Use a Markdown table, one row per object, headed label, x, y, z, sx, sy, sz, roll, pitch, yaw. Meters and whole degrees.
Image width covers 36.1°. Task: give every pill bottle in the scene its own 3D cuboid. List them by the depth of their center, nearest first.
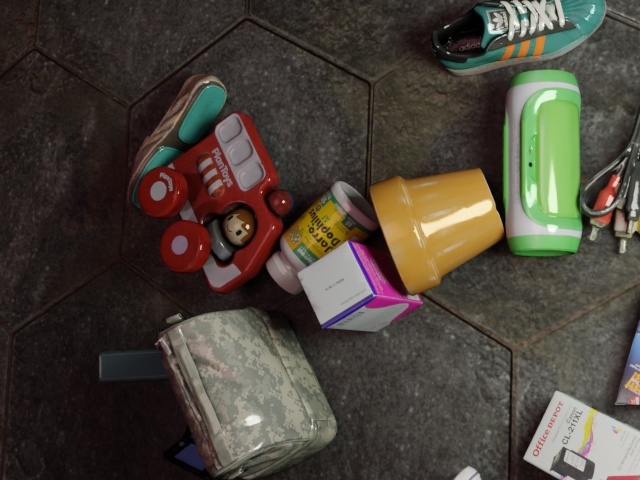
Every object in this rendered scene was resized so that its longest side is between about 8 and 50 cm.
| label | x | y | z | sx | sy | sz | roll | pitch | yaw |
| --- | --- | --- | --- | --- | --- | --- | --- | --- | --- |
| pill bottle | 0.000 | 0.000 | 1.812 | 0.208 | 0.117 | 0.117 | -44 | 67 | 16 |

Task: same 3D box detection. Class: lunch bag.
| label | x | y | z | sx | sy | sz | roll | pitch | yaw |
| --- | --- | --- | --- | --- | --- | --- | --- | --- | --- |
| lunch bag | -0.151 | 0.274 | 1.776 | 0.212 | 0.256 | 0.305 | -33 | 70 | 20 |

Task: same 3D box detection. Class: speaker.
| label | x | y | z | sx | sy | sz | roll | pitch | yaw |
| --- | --- | --- | --- | --- | --- | --- | --- | --- | --- |
| speaker | 0.370 | -0.126 | 1.633 | 0.131 | 0.131 | 0.296 | -2 | 82 | 27 |

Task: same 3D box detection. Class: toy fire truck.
| label | x | y | z | sx | sy | sz | roll | pitch | yaw |
| --- | --- | --- | --- | --- | --- | --- | --- | --- | --- |
| toy fire truck | -0.184 | -0.067 | 1.880 | 0.254 | 0.169 | 0.302 | -35 | 66 | 19 |

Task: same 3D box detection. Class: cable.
| label | x | y | z | sx | sy | sz | roll | pitch | yaw |
| --- | --- | --- | --- | --- | --- | --- | --- | --- | --- |
| cable | 0.502 | -0.126 | 1.598 | 0.139 | 0.072 | 0.287 | 14 | 82 | 4 |

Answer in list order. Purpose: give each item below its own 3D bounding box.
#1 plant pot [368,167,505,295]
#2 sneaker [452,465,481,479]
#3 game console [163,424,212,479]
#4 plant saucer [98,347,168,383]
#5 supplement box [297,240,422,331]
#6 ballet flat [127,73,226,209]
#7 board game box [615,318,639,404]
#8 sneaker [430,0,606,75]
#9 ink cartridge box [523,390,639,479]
| label | x | y | z | sx | sy | sz | roll | pitch | yaw |
| --- | --- | --- | --- | --- | --- | --- | --- | --- | --- |
| plant pot | 0.206 | -0.033 | 1.679 | 0.188 | 0.205 | 0.205 | -21 | 74 | 8 |
| sneaker | 0.249 | 0.524 | 1.634 | 0.161 | 0.102 | 0.282 | 24 | 105 | 24 |
| game console | -0.229 | 0.392 | 1.908 | 0.122 | 0.107 | 0.071 | 19 | 121 | 28 |
| plant saucer | -0.383 | 0.258 | 2.032 | 0.192 | 0.018 | 0.067 | -6 | 81 | 26 |
| supplement box | 0.073 | 0.085 | 1.706 | 0.111 | 0.220 | 0.114 | -33 | 69 | 19 |
| ballet flat | -0.304 | -0.207 | 2.019 | 0.316 | 0.107 | 0.106 | -53 | 44 | 6 |
| board game box | 0.557 | 0.199 | 1.532 | 0.194 | 0.060 | 0.194 | 33 | 100 | 27 |
| sneaker | 0.333 | -0.363 | 1.685 | 0.302 | 0.121 | 0.108 | -16 | 76 | 24 |
| ink cartridge box | 0.430 | 0.335 | 1.558 | 0.175 | 0.072 | 0.127 | 25 | 90 | 33 |
